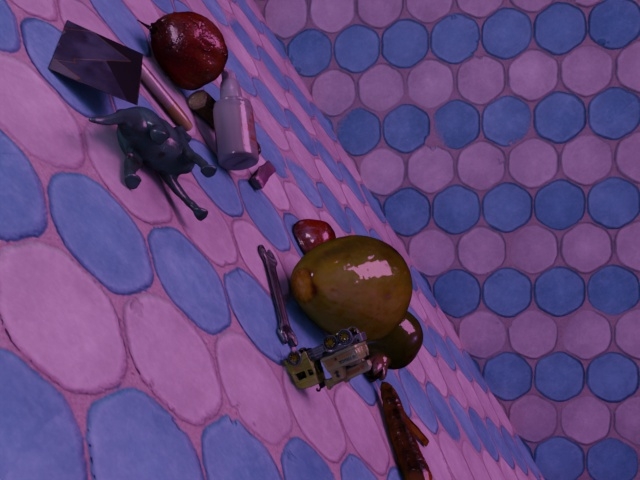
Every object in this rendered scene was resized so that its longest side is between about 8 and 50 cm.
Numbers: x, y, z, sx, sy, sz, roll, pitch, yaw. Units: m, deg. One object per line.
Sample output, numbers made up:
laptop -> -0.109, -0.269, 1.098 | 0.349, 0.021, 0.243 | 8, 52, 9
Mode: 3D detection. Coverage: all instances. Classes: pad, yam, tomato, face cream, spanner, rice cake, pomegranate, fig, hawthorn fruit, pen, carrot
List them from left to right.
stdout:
pad -> -0.417, -0.340, 1.436 | 0.163, 0.004, 0.243 | 21, 30, -23
pen -> -0.367, -0.339, 1.698 | 0.233, 0.032, 0.040 | 52, -8, -22
hawthorn fruit -> -0.335, -0.477, 1.839 | 0.235, 0.181, 0.181 | 31, 28, -36
yam -> -0.244, -0.298, 1.980 | 0.274, 0.061, 0.061 | 41, 22, -53
face cream -> -0.214, -0.304, 1.866 | 0.101, 0.101, 0.252 | 31, 48, -62
rice cake -> -0.157, -0.178, 2.062 | 0.047, 0.036, 0.207 | 46, 16, -7
spanner -> -0.095, 0.118, 1.680 | 0.071, 0.017, 0.302 | 45, 18, -42
tomato -> 0.000, 0.000, 2.107 | 0.159, 0.091, 0.139 | 65, 17, 18
fig -> 0.068, 0.109, 1.797 | 0.326, 0.258, 0.258 | 16, 42, -51
pomegranate -> 0.175, 0.264, 1.995 | 0.179, 0.179, 0.210 | 58, 26, -1
carrot -> 0.198, 0.465, 1.838 | 0.066, 0.066, 0.314 | 45, 19, -43

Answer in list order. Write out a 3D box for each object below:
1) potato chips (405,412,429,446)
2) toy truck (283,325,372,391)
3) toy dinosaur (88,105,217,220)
potato chips -> 0.235, 0.482, 2.016 | 0.204, 0.026, 0.037 | 51, 2, -22
toy truck -> 0.020, 0.241, 1.506 | 0.100, 0.168, 0.077 | 67, 13, 9
toy dinosaur -> -0.334, -0.215, 1.459 | 0.383, 0.129, 0.331 | 40, 12, -48
